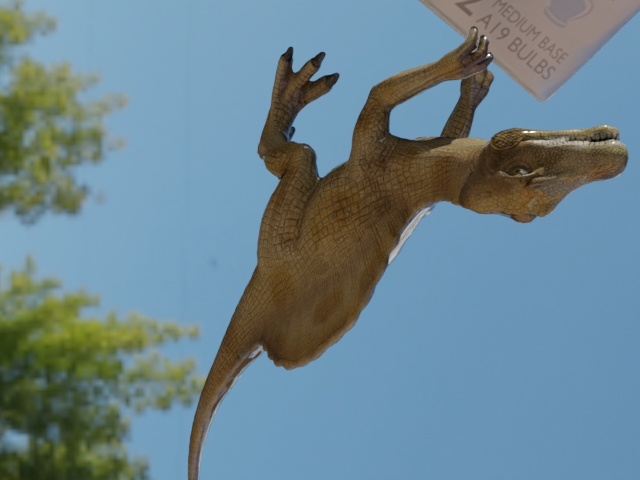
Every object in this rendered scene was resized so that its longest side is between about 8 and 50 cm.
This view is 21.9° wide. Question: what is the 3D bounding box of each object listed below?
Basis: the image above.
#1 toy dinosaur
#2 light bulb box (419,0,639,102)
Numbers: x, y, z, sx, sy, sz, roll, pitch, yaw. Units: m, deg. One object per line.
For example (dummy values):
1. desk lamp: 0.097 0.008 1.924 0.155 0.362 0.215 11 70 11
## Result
1. toy dinosaur: 0.000 0.000 0.425 0.183 0.053 0.092 -41 -153 41
2. light bulb box: 0.094 -0.332 0.804 0.361 0.358 0.225 -46 -150 17
